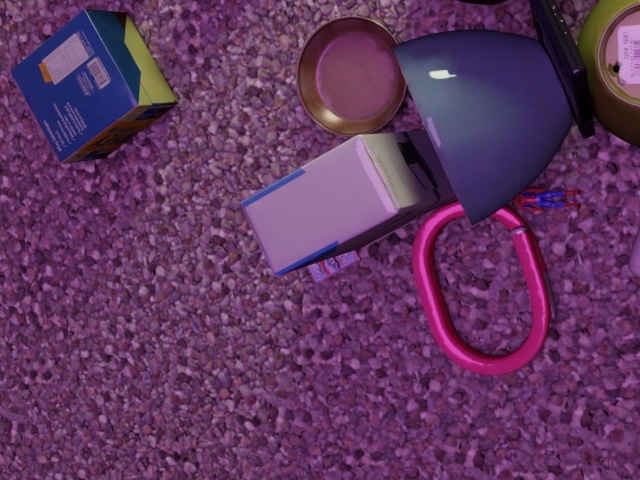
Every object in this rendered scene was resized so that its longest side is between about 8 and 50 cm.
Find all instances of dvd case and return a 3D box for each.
[{"bbox_3d":[0.325,-0.256,1.359,0.022,0.253,0.180,-23,71,11],"label":"dvd case"}]

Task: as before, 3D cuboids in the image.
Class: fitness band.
[{"bbox_3d":[0.262,0.075,1.622,0.209,0.054,0.290,-16,91,25],"label":"fitness band"}]

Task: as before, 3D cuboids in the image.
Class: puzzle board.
[{"bbox_3d":[0.000,0.000,1.747,0.096,0.011,0.128,-30,86,25],"label":"puzzle board"}]

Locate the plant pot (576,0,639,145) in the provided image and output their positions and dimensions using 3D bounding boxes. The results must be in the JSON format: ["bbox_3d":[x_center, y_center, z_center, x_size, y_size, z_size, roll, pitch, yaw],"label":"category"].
[{"bbox_3d":[0.460,-0.246,1.348,0.275,0.293,0.274,4,101,23],"label":"plant pot"}]

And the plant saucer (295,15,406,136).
[{"bbox_3d":[0.055,-0.272,1.664,0.199,0.036,0.198,4,101,23],"label":"plant saucer"}]

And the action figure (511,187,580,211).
[{"bbox_3d":[0.349,-0.065,1.575,0.115,0.030,0.038,0,104,26],"label":"action figure"}]

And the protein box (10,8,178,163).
[{"bbox_3d":[-0.410,-0.277,1.812,0.201,0.136,0.199,-32,86,25],"label":"protein box"}]

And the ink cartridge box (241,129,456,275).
[{"bbox_3d":[0.058,-0.065,1.549,0.223,0.307,0.129,-29,84,25],"label":"ink cartridge box"}]

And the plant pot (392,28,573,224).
[{"bbox_3d":[0.254,-0.194,1.472,0.195,0.290,0.290,-24,88,10],"label":"plant pot"}]

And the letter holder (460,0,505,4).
[{"bbox_3d":[0.200,-0.415,1.429,0.214,0.302,0.152,-27,88,25],"label":"letter holder"}]

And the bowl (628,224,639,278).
[{"bbox_3d":[0.540,0.013,1.490,0.142,0.053,0.142,22,106,18],"label":"bowl"}]
